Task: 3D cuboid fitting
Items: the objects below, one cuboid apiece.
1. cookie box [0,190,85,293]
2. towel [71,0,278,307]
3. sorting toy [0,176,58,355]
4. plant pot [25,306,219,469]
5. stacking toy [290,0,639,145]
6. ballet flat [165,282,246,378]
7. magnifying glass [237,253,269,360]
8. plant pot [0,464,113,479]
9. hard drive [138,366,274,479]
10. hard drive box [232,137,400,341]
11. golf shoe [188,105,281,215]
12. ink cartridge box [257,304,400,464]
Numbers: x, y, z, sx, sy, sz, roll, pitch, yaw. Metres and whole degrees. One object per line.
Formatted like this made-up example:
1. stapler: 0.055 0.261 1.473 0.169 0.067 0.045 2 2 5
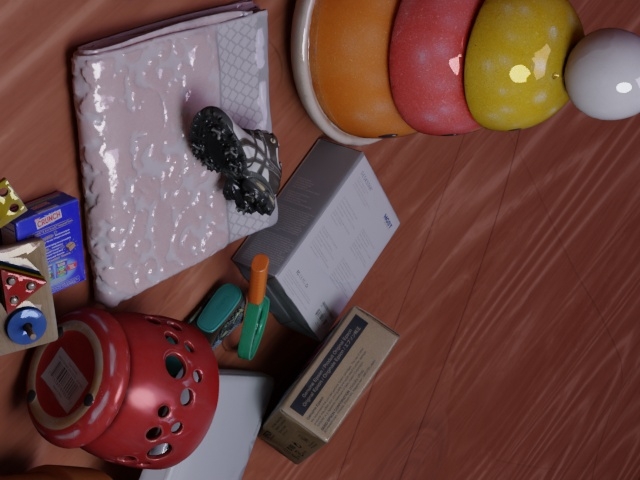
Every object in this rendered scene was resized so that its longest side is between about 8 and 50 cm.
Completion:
1. cookie box: -0.324 0.008 1.473 0.091 0.040 0.107 -25 126 -43
2. towel: -0.175 -0.116 1.602 0.317 0.053 0.332 -27 126 -43
3. sorting toy: -0.362 0.069 1.410 0.132 0.046 0.275 -14 119 -23
4. plant pot: -0.245 0.174 1.533 0.174 0.191 0.191 25 86 -49
5. stacking toy: 0.229 -0.253 1.695 0.350 0.479 0.351 -26 126 -43
6. ballet flat: -0.166 0.140 1.728 0.188 0.070 0.070 -44 137 -26
7. magnifying glass: -0.089 0.091 1.752 0.231 0.026 0.092 97 12 -57
8. plant pot: -0.369 0.388 1.420 0.203 0.291 0.291 19 91 -38
9. hard drive: -0.156 0.277 1.736 0.307 0.040 0.203 24 86 -73
10. hard drive box: 0.000 0.000 1.851 0.232 0.089 0.181 -54 142 -20
11. golf shoe: -0.103 -0.119 1.600 0.094 0.077 0.198 -66 152 -27
12. ink cartridge box: 0.007 0.218 1.866 0.193 0.088 0.235 -54 179 -22
